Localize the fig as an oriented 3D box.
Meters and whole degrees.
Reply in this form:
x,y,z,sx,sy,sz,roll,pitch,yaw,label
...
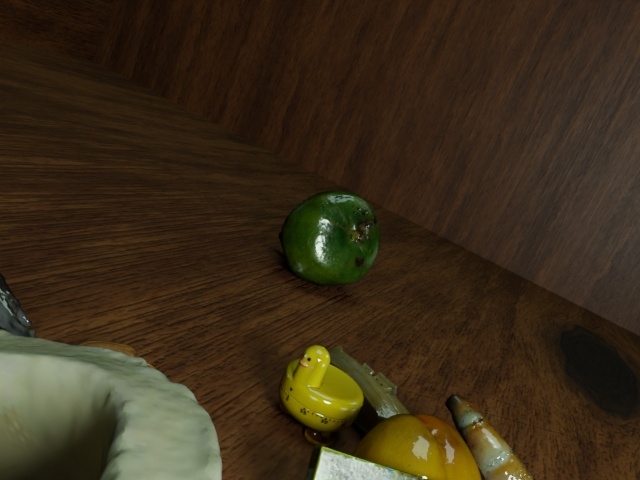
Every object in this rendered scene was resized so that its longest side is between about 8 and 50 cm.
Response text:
x,y,z,sx,sy,sz,roll,pitch,yaw,label
0.000,0.000,1.396,0.203,0.203,0.235,18,-10,-24,fig

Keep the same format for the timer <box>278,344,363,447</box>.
x,y,z,sx,sy,sz,roll,pitch,yaw,label
0.003,0.179,0.815,0.107,0.109,0.107,23,13,-6,timer

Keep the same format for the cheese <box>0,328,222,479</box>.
x,y,z,sx,sy,sz,roll,pitch,yaw,label
-0.214,0.156,0.299,0.332,0.153,0.292,5,15,-3,cheese

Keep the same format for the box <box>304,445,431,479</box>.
x,y,z,sx,sy,sz,roll,pitch,yaw,label
0.069,0.268,0.582,0.193,0.122,0.030,21,-21,-12,box

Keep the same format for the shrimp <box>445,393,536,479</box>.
x,y,z,sx,sy,sz,roll,pitch,yaw,label
0.232,0.305,0.759,0.290,0.054,0.222,56,-1,23,shrimp

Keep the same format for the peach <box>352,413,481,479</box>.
x,y,z,sx,sy,sz,roll,pitch,yaw,label
0.093,0.244,0.683,0.138,0.138,0.138,23,13,-6,peach

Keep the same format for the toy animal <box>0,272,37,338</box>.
x,y,z,sx,sy,sz,roll,pitch,yaw,label
-0.384,0.059,0.747,0.105,0.070,0.202,30,4,-43,toy animal

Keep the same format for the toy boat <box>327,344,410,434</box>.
x,y,z,sx,sy,sz,roll,pitch,yaw,label
0.063,0.204,0.905,0.072,0.065,0.206,3,20,-28,toy boat

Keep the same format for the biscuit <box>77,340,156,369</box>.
x,y,z,sx,sy,sz,roll,pitch,yaw,label
-0.221,0.150,0.735,0.130,0.019,0.102,35,18,36,biscuit
